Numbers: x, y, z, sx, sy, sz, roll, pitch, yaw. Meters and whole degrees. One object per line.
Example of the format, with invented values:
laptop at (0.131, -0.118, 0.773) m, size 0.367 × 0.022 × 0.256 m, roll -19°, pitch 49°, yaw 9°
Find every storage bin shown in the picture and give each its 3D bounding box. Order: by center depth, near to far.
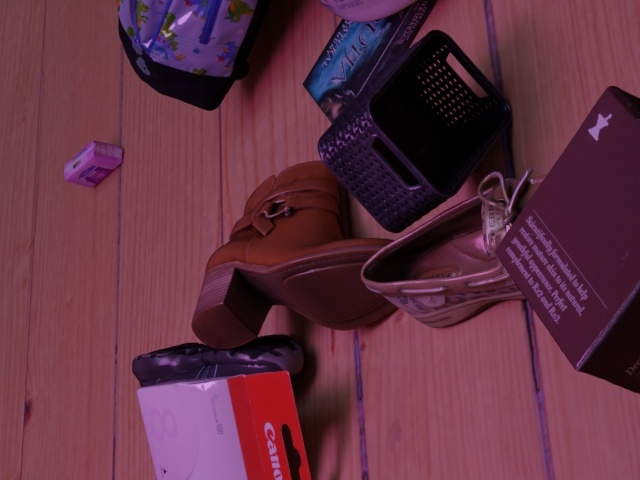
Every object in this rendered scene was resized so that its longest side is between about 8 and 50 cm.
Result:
storage bin at (0.093, -0.108, 1.776) m, size 0.084 × 0.122 × 0.180 m, roll -36°, pitch 10°, yaw 42°

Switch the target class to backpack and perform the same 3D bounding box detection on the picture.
backpack at (-0.140, -0.391, 2.201) m, size 0.355 × 0.273 × 0.290 m, roll -51°, pitch 27°, yaw 39°

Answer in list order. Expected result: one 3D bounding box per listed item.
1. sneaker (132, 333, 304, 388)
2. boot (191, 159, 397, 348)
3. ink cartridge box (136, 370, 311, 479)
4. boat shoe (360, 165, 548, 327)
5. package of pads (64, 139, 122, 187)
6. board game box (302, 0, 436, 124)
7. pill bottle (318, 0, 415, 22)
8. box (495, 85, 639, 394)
sneaker at (-0.106, 0.164, 2.043) m, size 0.267 × 0.101 × 0.106 m, roll -10°, pitch 91°, yaw 50°
boot at (0.000, 0.000, 1.963) m, size 0.283 × 0.109 × 0.220 m, roll -23°, pitch 31°, yaw 35°
ink cartridge box at (-0.100, 0.237, 1.924) m, size 0.232 × 0.066 × 0.189 m, roll -11°, pitch 91°, yaw 59°
boat shoe at (0.155, 0.005, 1.703) m, size 0.285 × 0.089 × 0.104 m, roll -34°, pitch 45°, yaw 44°
package of pads at (-0.320, -0.108, 2.564) m, size 0.083 × 0.050 × 0.032 m, roll -36°, pitch 49°, yaw 42°
board game box at (0.054, -0.224, 2.067) m, size 0.186 × 0.026 × 0.126 m, roll -59°, pitch 31°, yaw 17°
pill bottle at (-0.037, -0.431, 1.929) m, size 0.229 × 0.408 × 0.229 m, roll -33°, pitch 38°, yaw 30°
box at (0.281, 0.018, 1.385) m, size 0.167 × 0.203 × 0.168 m, roll -57°, pitch 32°, yaw 20°
